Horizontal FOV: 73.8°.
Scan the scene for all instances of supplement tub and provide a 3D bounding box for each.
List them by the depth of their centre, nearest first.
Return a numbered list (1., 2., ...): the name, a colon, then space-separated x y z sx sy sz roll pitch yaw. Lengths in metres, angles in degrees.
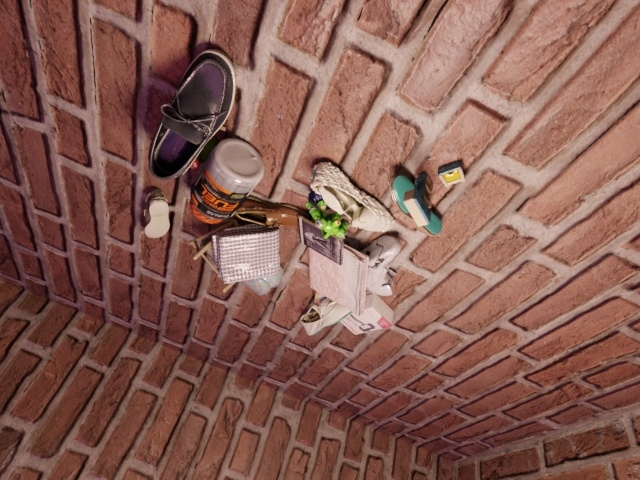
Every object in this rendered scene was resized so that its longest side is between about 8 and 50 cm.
1. supplement tub: -0.375 -0.217 1.653 0.207 0.207 0.338 32 138 -15

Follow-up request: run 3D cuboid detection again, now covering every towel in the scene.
1. towel: -0.316 0.056 1.857 0.283 0.121 0.235 -10 119 -21
2. towel: 0.067 0.144 1.872 0.316 0.053 0.332 28 134 33

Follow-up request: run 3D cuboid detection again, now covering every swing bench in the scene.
1. swing bench: -0.426 0.057 1.980 0.254 0.165 0.253 -34 125 -5

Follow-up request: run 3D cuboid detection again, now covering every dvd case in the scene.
1. dvd case: 0.000 0.000 1.749 0.221 0.018 0.165 29 147 23

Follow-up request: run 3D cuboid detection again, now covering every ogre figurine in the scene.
1. ogre figurine: 0.036 -0.073 1.636 0.096 0.118 0.197 -28 135 18

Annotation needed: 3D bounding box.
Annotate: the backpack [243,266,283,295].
1. backpack: -0.280 0.175 2.097 0.188 0.144 0.166 -29 115 37

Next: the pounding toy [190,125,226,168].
1. pounding toy: -0.481 -0.362 1.607 0.182 0.110 0.237 29 138 -12

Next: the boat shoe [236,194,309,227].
1. boat shoe: -0.204 -0.096 1.797 0.307 0.104 0.111 13 136 5

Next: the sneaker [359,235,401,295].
1. sneaker: 0.270 0.117 1.839 0.210 0.137 0.366 32 142 -16

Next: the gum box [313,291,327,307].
1. gum box: 0.028 0.289 2.165 0.107 0.062 0.188 14 139 5

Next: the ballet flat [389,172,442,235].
1. ballet flat: 0.328 -0.126 1.577 0.316 0.108 0.106 46 167 -27

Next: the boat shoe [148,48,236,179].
1. boat shoe: -0.441 -0.403 1.444 0.186 0.156 0.500 33 116 -15

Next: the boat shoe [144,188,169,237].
1. boat shoe: -0.767 -0.119 1.993 0.109 0.091 0.305 -7 151 -29

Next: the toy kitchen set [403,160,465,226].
1. toy kitchen set: 0.385 -0.176 1.415 0.166 0.207 0.122 -16 129 33

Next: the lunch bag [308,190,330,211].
1. lunch bag: -0.002 -0.160 1.680 0.065 0.067 0.098 -24 129 19

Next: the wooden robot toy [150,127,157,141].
1. wooden robot toy: -0.621 -0.377 1.696 0.079 0.076 0.173 31 155 45

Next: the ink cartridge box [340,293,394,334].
1. ink cartridge box: 0.223 0.375 2.158 0.237 0.100 0.172 -24 123 38

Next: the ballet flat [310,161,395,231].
1. ballet flat: 0.112 -0.130 1.626 0.409 0.147 0.147 37 136 -21

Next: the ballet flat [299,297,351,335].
1. ballet flat: 0.019 0.362 2.117 0.139 0.139 0.400 33 138 -16
